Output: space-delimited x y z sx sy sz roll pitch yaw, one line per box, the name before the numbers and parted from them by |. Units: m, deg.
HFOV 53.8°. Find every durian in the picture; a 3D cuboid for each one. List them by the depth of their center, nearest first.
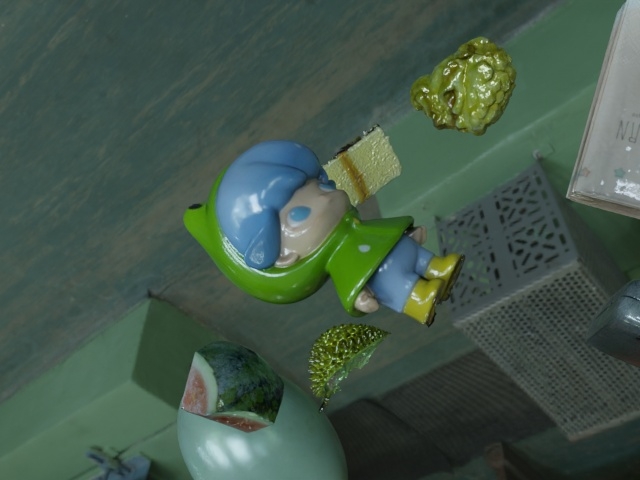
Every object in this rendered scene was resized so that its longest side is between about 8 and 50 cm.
durian | 0.030 0.222 1.108 0.100 0.086 0.215 29 116 -24

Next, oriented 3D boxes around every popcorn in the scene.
popcorn | 0.383 -0.380 1.650 0.286 0.174 0.225 -31 82 45

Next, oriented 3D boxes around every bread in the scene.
bread | 0.082 -0.162 1.657 0.266 0.178 0.141 -34 82 -4

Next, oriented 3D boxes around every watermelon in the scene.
watermelon | -0.083 0.131 0.567 0.072 0.092 0.084 -34 128 14

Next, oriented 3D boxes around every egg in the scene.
egg | -0.114 0.415 1.259 0.389 0.276 0.276 41 123 4

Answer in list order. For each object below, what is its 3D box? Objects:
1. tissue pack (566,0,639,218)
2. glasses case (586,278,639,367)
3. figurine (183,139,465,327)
tissue pack | 0.493 -0.192 0.936 0.170 0.325 0.071 17 171 10
glasses case | 0.492 0.137 0.957 0.131 0.074 0.323 24 172 20
figurine | 0.000 0.000 0.612 0.263 0.162 0.143 24 139 18
